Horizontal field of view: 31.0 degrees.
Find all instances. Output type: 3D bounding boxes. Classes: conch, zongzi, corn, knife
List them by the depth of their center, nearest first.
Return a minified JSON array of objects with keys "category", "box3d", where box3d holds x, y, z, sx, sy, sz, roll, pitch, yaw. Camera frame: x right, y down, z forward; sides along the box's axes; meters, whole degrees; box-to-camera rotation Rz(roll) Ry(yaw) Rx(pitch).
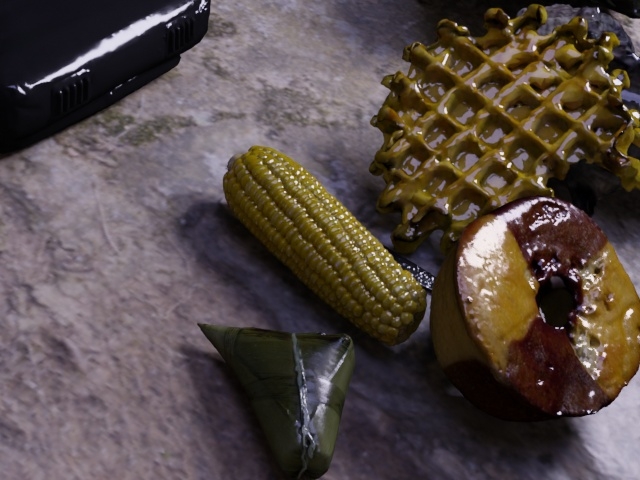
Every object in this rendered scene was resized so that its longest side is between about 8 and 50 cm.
[{"category":"zongzi","box3d":[-0.040,0.102,0.760,0.113,0.052,0.104,10,45,7]},{"category":"corn","box3d":[0.000,0.000,0.872,0.067,0.067,0.206,-25,57,-41]},{"category":"knife","box3d":[0.038,0.006,0.928,0.170,0.010,0.023,30,46,8]},{"category":"conch","box3d":[0.290,-0.135,1.092,0.313,0.186,0.240,-5,33,0]}]

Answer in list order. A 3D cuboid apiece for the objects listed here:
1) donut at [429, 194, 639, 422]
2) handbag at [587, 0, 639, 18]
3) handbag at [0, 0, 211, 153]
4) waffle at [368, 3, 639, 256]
[{"category":"donut","box3d":[0.152,0.054,0.839,0.166,0.073,0.184,49,49,-3]},{"category":"handbag","box3d":[0.255,-0.344,1.264,0.325,0.162,0.327,9,29,-14]},{"category":"handbag","box3d":[-0.253,-0.188,0.965,0.244,0.088,0.275,31,44,16]},{"category":"waffle","box3d":[0.152,-0.092,0.963,0.229,0.051,0.231,-6,67,11]}]
